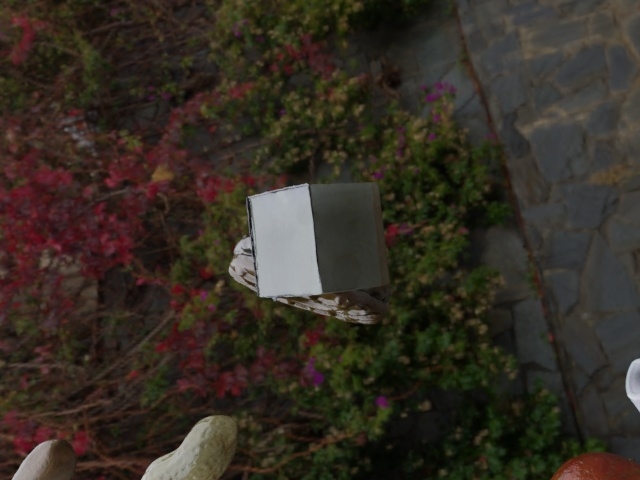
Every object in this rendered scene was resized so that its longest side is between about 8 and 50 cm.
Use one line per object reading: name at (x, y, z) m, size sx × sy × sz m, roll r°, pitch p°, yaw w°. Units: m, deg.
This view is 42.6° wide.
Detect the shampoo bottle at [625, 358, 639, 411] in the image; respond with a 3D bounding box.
shampoo bottle at (0.498, 0.233, 1.236) m, size 0.099 × 0.043 × 0.072 m, roll 49°, pitch -132°, yaw -30°

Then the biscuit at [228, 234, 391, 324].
biscuit at (-0.021, 0.077, 1.609) m, size 0.332 × 0.332 × 0.103 m, roll 46°, pitch -118°, yaw -67°

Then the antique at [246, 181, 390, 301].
antique at (0.000, 0.000, 1.107) m, size 0.148 × 0.152 × 0.146 m, roll -7°, pitch -90°, yaw -38°

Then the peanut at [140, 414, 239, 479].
peanut at (-0.264, 0.452, 1.610) m, size 0.111 × 0.274 × 0.125 m, roll 48°, pitch 175°, yaw -31°

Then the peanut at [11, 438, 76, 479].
peanut at (-0.431, 0.371, 1.251) m, size 0.152 × 0.076 × 0.076 m, roll -56°, pitch -26°, yaw -9°

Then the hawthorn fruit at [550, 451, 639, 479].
hawthorn fruit at (0.563, 0.546, 1.605) m, size 0.299 × 0.275 × 0.275 m, roll -54°, pitch -42°, yaw -33°
